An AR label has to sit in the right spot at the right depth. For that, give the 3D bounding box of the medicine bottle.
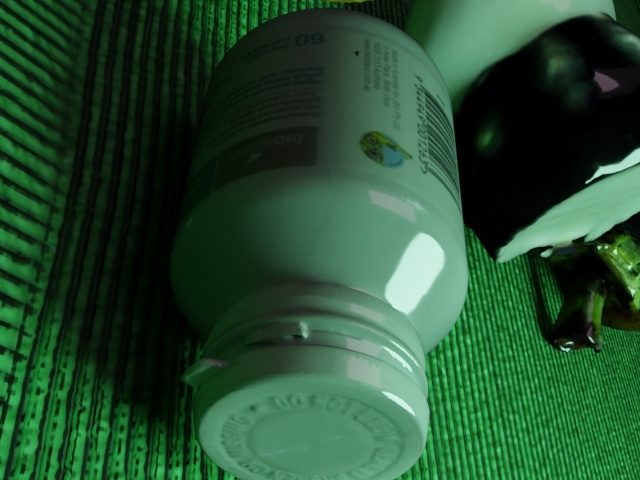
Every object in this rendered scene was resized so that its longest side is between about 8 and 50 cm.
[{"bbox_3d":[0.000,0.000,0.402,0.135,0.135,0.215,41,35,-33],"label":"medicine bottle"}]

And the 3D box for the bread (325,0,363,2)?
[{"bbox_3d":[-0.024,-0.250,0.572,0.143,0.139,0.229,0,67,-60],"label":"bread"}]

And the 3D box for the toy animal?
[{"bbox_3d":[0.175,-0.124,0.729,0.212,0.212,0.267,14,43,-53],"label":"toy animal"}]

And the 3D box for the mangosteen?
[{"bbox_3d":[0.306,-0.012,0.835,0.231,0.231,0.289,52,52,-18],"label":"mangosteen"}]
